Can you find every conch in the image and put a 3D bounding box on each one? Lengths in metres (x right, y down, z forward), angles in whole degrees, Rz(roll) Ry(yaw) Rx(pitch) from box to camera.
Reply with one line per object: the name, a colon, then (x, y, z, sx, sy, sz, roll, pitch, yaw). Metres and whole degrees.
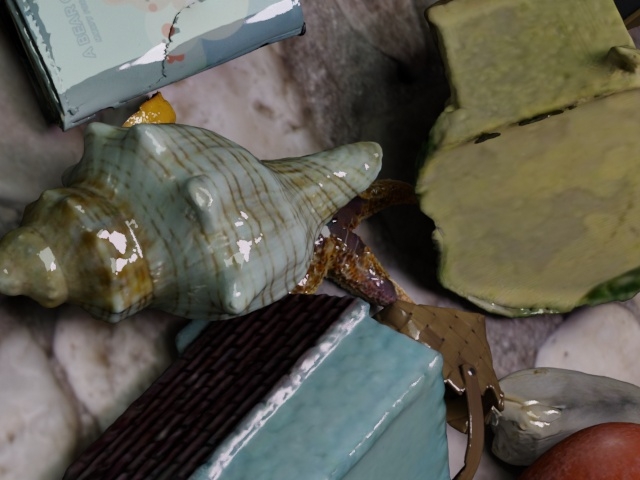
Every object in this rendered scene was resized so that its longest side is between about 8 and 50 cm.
conch: (-0.105, -0.022, 1.336, 0.386, 0.169, 0.203, -21, 69, -14)

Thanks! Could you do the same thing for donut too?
donut: (-0.161, -0.098, 1.456, 0.038, 0.067, 0.083, 42, 22, -5)

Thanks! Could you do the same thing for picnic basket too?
picnic basket: (0.100, 0.154, 1.467, 0.138, 0.128, 0.178, 10, 54, -33)

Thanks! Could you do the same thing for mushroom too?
mushroom: (0.265, 0.178, 1.593, 0.278, 0.099, 0.096, 9, 73, -34)

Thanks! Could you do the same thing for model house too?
model house: (-0.065, 0.193, 1.327, 0.280, 0.249, 0.230, -44, 143, -33)
model house: (0.210, -0.117, 1.590, 0.321, 0.261, 0.266, 62, 14, -49)

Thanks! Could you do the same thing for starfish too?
starfish: (0.000, 0.000, 1.506, 0.238, 0.071, 0.216, -33, 97, -28)

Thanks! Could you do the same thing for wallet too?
wallet: (-0.158, -0.221, 1.441, 0.250, 0.075, 0.176, -24, 88, -20)

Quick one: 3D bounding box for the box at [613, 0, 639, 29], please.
box: (0.410, -0.328, 1.820, 0.144, 0.201, 0.090, -23, 82, -36)

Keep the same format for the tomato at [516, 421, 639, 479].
tomato: (0.289, 0.298, 1.455, 0.265, 0.265, 0.264, 13, 65, -29)
